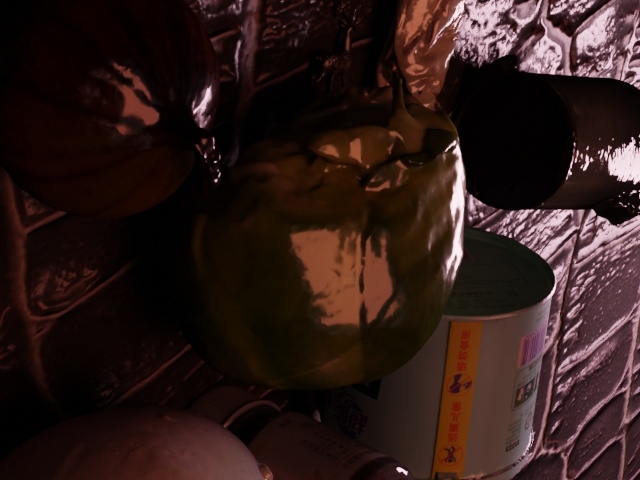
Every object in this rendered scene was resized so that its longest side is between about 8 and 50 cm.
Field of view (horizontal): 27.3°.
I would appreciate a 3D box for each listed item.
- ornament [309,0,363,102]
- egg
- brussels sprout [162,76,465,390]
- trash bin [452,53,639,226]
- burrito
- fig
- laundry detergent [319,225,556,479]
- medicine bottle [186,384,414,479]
[{"bbox_3d":[0.017,-0.223,1.562,0.073,0.028,0.125,-10,118,-52],"label":"ornament"},{"bbox_3d":[-0.190,0.315,1.317,0.340,0.354,0.354,-68,155,-47],"label":"egg"},{"bbox_3d":[0.000,0.000,1.454,0.371,0.276,0.315,-44,124,-31],"label":"brussels sprout"},{"bbox_3d":[0.346,-0.140,1.906,0.301,0.203,0.252,-4,71,-53],"label":"trash bin"},{"bbox_3d":[0.141,-0.332,1.635,0.117,0.076,0.392,9,99,-49],"label":"burrito"},{"bbox_3d":[-0.190,-0.135,1.176,0.235,0.214,0.235,-1,92,-35],"label":"fig"},{"bbox_3d":[0.147,0.169,1.726,0.287,0.287,0.305,-23,126,-47],"label":"laundry detergent"},{"bbox_3d":[-0.036,0.285,1.549,0.165,0.273,0.165,-30,132,-41],"label":"medicine bottle"}]
